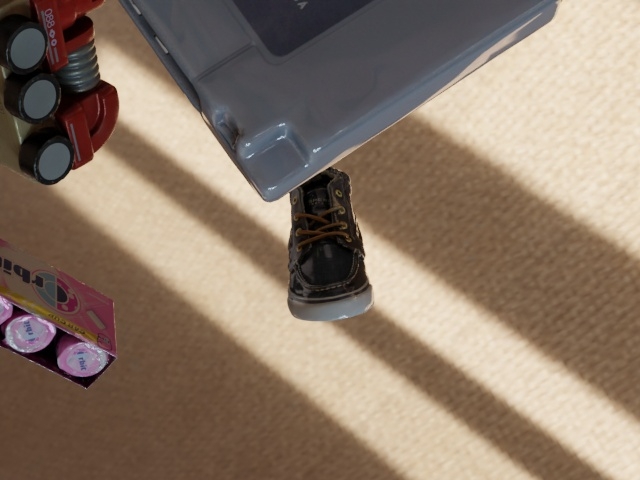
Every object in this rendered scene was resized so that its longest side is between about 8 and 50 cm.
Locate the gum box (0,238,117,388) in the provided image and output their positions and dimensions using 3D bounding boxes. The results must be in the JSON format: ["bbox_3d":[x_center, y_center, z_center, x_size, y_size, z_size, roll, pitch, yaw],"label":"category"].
[{"bbox_3d":[-0.327,0.079,1.603,0.062,0.188,0.107,-46,31,21],"label":"gum box"}]

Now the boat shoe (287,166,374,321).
[{"bbox_3d":[0.000,0.000,1.072,0.183,0.065,0.083,-100,1,-74],"label":"boat shoe"}]

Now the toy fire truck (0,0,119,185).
[{"bbox_3d":[-0.283,-0.215,1.554,0.158,0.246,0.217,26,138,35],"label":"toy fire truck"}]

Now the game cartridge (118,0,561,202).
[{"bbox_3d":[-0.027,-0.185,0.675,0.294,0.196,0.060,55,174,12],"label":"game cartridge"}]
